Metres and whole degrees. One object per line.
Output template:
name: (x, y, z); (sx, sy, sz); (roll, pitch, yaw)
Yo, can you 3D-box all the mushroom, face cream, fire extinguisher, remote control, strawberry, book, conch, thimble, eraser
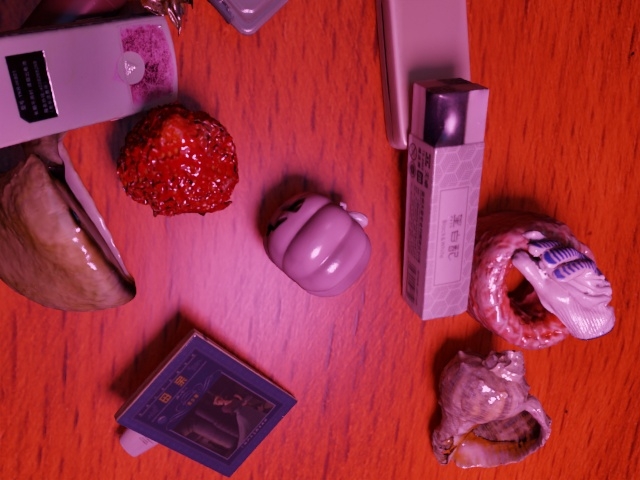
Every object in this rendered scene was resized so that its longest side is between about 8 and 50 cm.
mushroom: (-0.406, -0.012, 0.925); (0.212, 0.217, 0.292); (-14, 103, -7)
face cream: (-0.262, 0.297, 1.100); (0.182, 0.051, 0.072); (-39, 114, -6)
fire extinguisher: (-0.393, -0.295, 0.938); (0.105, 0.105, 0.269); (38, 89, -17)
remote control: (-0.352, -0.230, 0.893); (0.344, 0.050, 0.145); (-27, 125, -42)
strawberry: (-0.213, -0.125, 0.972); (0.187, 0.201, 0.184); (47, 68, 2)
book: (-0.185, 0.286, 1.088); (0.191, 0.025, 0.269); (-48, 126, -2)
conch: (0.310, 0.301, 1.198); (0.210, 0.159, 0.291); (17, 132, -11)
thimble: (0.366, 0.064, 1.167); (0.239, 0.162, 0.239); (-2, 100, -11)
eraser: (0.205, -0.063, 1.082); (0.096, 0.098, 0.404); (-8, 118, -16)

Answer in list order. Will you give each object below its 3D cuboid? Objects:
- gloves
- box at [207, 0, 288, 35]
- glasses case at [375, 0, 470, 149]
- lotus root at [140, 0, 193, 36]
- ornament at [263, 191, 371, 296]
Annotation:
gloves: (0.400, 0.067, 1.044); (0.229, 0.119, 0.097); (47, 44, -22)
box: (-0.103, -0.413, 0.998); (0.172, 0.093, 0.124); (-43, 107, -3)
glasses case: (0.177, -0.330, 1.092); (0.144, 0.076, 0.336); (-8, 101, -13)
lotus root: (-0.233, -0.434, 0.903); (0.154, 0.154, 0.278); (-2, 75, -14)
ornament: (0.000, 0.000, 1.056); (0.177, 0.177, 0.177); (-2, 100, -14)
